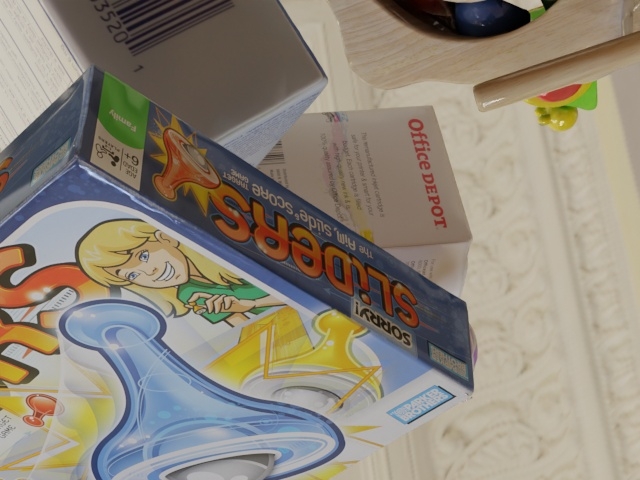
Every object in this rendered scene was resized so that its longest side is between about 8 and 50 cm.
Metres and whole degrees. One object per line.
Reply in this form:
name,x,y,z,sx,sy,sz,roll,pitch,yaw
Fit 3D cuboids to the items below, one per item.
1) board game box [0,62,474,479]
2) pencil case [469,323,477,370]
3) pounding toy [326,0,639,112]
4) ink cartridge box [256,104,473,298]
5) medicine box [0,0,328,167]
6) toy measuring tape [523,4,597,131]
board game box,-0.074,0.048,0.420,0.136,0.201,0.035,32,-141,-30
pencil case,0.063,0.083,1.121,0.088,0.206,0.086,14,-94,18
pounding toy,0.096,-0.151,0.701,0.269,0.154,0.155,2,-164,38
ink cartridge box,0.000,0.000,1.288,0.233,0.168,0.171,-4,-131,-8
medicine box,-0.161,-0.144,1.048,0.149,0.289,0.263,-31,-93,-24
toy measuring tape,0.261,-0.269,1.672,0.121,0.330,0.121,-6,-145,5
